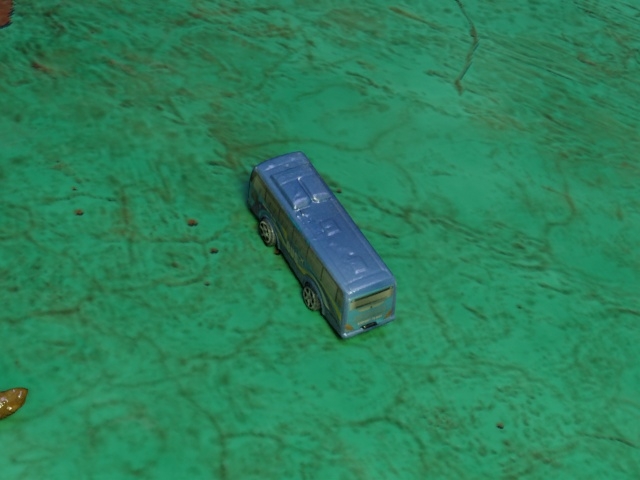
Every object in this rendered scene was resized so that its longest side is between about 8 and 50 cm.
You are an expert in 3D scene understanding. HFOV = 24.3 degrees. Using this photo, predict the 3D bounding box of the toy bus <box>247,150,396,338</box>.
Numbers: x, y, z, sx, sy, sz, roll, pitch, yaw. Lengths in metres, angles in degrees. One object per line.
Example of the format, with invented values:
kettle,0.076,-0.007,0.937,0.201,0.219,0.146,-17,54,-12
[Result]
toy bus,0.000,0.000,1.052,0.051,0.061,0.153,-18,52,-23

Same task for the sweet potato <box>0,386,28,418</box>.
sweet potato,-0.279,0.109,0.875,0.214,0.050,0.050,-11,47,-33
